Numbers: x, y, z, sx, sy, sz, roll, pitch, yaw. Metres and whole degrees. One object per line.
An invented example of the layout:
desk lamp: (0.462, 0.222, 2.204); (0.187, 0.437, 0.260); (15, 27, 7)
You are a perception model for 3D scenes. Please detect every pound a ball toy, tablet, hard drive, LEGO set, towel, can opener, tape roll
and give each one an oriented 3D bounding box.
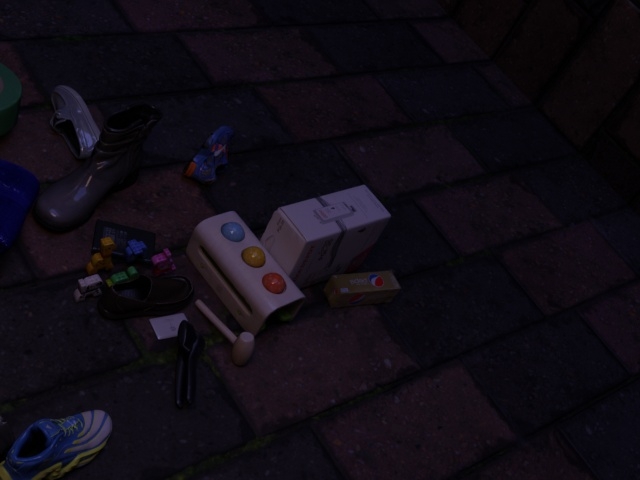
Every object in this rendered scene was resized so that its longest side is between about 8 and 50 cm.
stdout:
pound a ball toy: (-0.178, 0.093, 1.982); (0.208, 0.136, 0.319); (-20, 61, -42)
tablet: (-0.317, 0.182, 1.908); (0.083, 0.006, 0.054); (-9, 55, -36)
hard drive: (-0.436, 0.006, 1.998); (0.135, 0.022, 0.094); (14, 44, -19)
LEGO set: (-0.422, 0.039, 1.894); (0.227, 0.093, 0.087); (-19, 58, -31)
towel: (-0.708, -0.095, 1.832); (0.228, 0.076, 0.308); (18, 26, -14)
can opener: (-0.275, 0.255, 1.827); (0.073, 0.059, 0.186); (34, 43, -40)
tape roll: (-0.837, -0.334, 2.005); (0.321, 0.077, 0.321); (15, 32, -10)

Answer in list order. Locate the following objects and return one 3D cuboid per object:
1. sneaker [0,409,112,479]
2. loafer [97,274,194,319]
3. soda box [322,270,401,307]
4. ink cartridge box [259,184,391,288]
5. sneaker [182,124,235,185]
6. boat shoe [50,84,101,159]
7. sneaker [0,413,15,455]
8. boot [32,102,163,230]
sneaker: (-0.450, 0.351, 1.567); (0.091, 0.126, 0.240); (43, 42, 13)
loafer: (-0.357, 0.112, 1.896); (0.220, 0.078, 0.080); (-13, 57, -39)
soda box: (0.102, 0.118, 2.182); (0.181, 0.061, 0.058); (-2, 50, -32)
ink cartridge box: (0.000, 0.000, 2.127); (0.283, 0.207, 0.117); (-17, 58, -41)
sneaker: (-0.271, -0.212, 2.286); (0.087, 0.083, 0.221); (40, 45, -11)
boat shoe: (-0.597, -0.284, 2.145); (0.081, 0.079, 0.227); (-15, 61, -45)
sneaker: (-0.661, 0.292, 1.521); (0.286, 0.109, 0.130); (34, 49, 8)
boot: (-0.496, -0.179, 1.992); (0.118, 0.222, 0.338); (34, 41, 2)
